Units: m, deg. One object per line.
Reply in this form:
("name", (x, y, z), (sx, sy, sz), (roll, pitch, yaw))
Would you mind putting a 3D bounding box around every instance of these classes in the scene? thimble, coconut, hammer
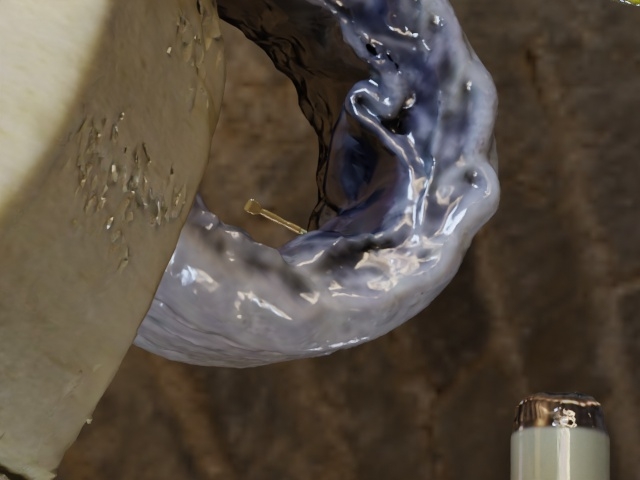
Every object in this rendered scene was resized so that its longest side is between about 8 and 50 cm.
("thimble", (-0.038, -0.059, 0.878), (0.217, 0.157, 0.245), (-37, -81, -25))
("coconut", (-0.198, -0.046, 0.618), (0.352, 0.352, 0.353), (2, -90, -69))
("hammer", (0.000, 0.000, 1.328), (0.029, 0.123, 0.014), (-65, 13, -6))

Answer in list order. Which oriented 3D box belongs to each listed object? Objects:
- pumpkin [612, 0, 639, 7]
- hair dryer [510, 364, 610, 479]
("pumpkin", (0.200, -0.214, 0.982), (0.110, 0.217, 0.217), (40, -125, -68))
("hair dryer", (0.134, 0.240, 1.035), (0.203, 0.128, 0.362), (35, -128, -54))
